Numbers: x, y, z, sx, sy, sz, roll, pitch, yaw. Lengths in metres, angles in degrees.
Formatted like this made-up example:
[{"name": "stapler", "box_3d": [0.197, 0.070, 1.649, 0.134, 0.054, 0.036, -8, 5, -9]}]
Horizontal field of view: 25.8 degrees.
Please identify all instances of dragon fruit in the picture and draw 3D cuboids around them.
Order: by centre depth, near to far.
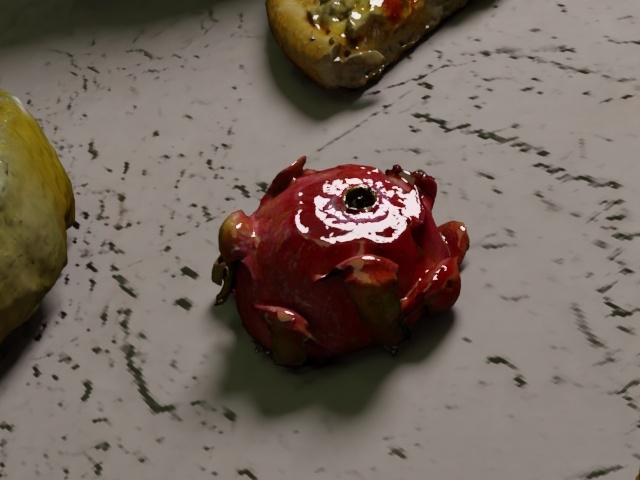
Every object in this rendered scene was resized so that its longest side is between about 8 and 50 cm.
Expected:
[{"name": "dragon fruit", "box_3d": [0.005, 0.000, 0.642, 0.112, 0.068, 0.126, -33, 36, -14]}]

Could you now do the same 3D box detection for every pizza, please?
[{"name": "pizza", "box_3d": [0.057, -0.176, 0.842, 0.199, 0.062, 0.188, -23, 37, 2]}]

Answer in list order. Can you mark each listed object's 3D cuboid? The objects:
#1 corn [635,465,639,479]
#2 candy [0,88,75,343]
[{"name": "corn", "box_3d": [0.229, 0.102, 0.308, 0.387, 0.144, 0.144, 10, 48, 43]}, {"name": "candy", "box_3d": [-0.258, 0.010, 0.759, 0.260, 0.118, 0.260, -16, 31, 10]}]
